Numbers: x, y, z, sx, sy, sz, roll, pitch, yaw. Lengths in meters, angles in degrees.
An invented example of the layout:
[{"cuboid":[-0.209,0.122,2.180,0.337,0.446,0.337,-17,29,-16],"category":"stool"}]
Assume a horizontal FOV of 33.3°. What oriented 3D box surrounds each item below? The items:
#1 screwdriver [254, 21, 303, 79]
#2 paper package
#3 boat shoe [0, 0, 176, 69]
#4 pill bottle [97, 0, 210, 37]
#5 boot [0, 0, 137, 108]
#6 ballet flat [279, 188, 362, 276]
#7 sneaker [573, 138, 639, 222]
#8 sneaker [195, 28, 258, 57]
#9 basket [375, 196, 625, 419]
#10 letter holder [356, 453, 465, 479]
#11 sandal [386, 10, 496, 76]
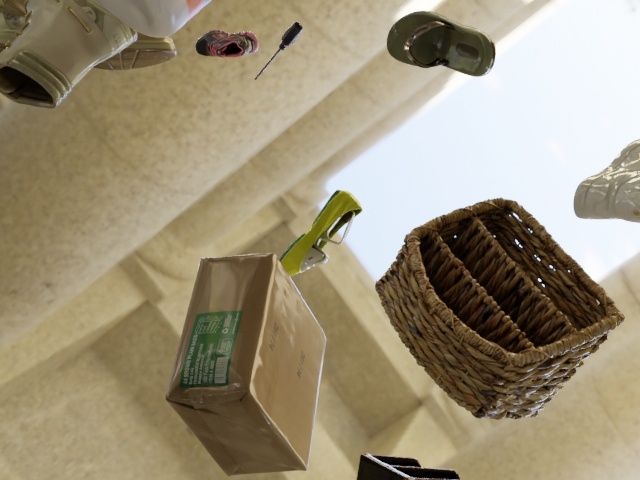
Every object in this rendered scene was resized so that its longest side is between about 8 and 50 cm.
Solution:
[{"cuboid":[-0.077,-0.335,1.905,0.024,0.170,0.025,37,-126,-10],"category":"screwdriver"},{"cuboid":[-0.128,0.232,2.003,0.309,0.168,0.324,61,-152,-44],"category":"paper package"},{"cuboid":[-0.366,-0.322,1.652,0.285,0.104,0.089,2,-100,-13],"category":"boat shoe"},{"cuboid":[-0.082,-0.396,1.006,0.224,0.392,0.224,42,168,11],"category":"pill bottle"},{"cuboid":[-0.356,-0.252,1.313,0.213,0.077,0.165,27,-122,19],"category":"boot"},{"cuboid":[0.000,0.000,2.149,0.077,0.231,0.077,37,174,18],"category":"ballet flat"},{"cuboid":[0.616,-0.104,1.983,0.293,0.169,0.108,-34,-58,-38],"category":"sneaker"},{"cuboid":[-0.167,-0.328,1.815,0.057,0.119,0.047,-53,-45,-48],"category":"sneaker"},{"cuboid":[0.245,0.085,1.578,0.214,0.223,0.299,10,-145,-44],"category":"basket"},{"cuboid":[0.167,0.524,1.768,0.215,0.301,0.152,10,180,-27],"category":"letter holder"},{"cuboid":[0.235,-0.407,2.216,0.086,0.120,0.303,-15,-157,-33],"category":"sandal"}]
